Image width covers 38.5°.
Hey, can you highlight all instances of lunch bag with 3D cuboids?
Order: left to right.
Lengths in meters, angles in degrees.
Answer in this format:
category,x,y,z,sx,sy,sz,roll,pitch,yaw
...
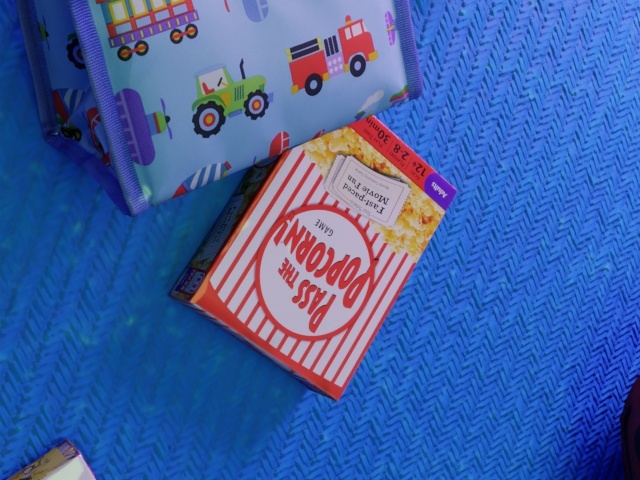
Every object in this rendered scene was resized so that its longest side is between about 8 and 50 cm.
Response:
category,x,y,z,sx,sy,sz,roll,pitch,yaw
lunch bag,-0.069,-0.199,0.527,0.221,0.138,0.293,-26,129,-26

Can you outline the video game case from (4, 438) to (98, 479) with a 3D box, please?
category,x,y,z,sx,sy,sz,roll,pitch,yaw
video game case,-0.198,0.285,0.599,0.210,0.042,0.232,-31,109,-23

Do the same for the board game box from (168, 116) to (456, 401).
category,x,y,z,sx,sy,sz,roll,pitch,yaw
board game box,0.000,0.000,0.689,0.146,0.045,0.194,37,76,-27

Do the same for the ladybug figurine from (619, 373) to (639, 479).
category,x,y,z,sx,sy,sz,roll,pitch,yaw
ladybug figurine,0.370,0.274,0.816,0.161,0.305,0.450,-10,95,10
